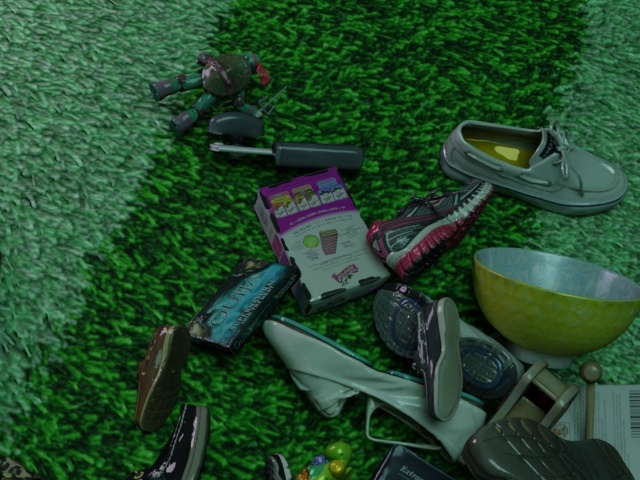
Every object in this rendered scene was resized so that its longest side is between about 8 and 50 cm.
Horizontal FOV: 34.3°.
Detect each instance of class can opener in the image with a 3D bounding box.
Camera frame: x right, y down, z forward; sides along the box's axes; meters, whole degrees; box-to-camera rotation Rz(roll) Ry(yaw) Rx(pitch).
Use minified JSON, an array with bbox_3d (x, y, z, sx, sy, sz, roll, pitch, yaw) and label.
[{"bbox_3d":[-0.062,-0.181,1.888,0.283,0.076,0.095,2,99,-11],"label":"can opener"}]

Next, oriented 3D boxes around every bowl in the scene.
[{"bbox_3d":[0.388,0.125,1.765,0.289,0.289,0.156,8,104,-7],"label":"bowl"}]

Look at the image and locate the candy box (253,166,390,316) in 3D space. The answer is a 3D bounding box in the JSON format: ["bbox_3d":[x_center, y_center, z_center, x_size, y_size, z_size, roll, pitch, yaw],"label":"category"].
[{"bbox_3d":[0.000,0.000,1.821,0.159,0.071,0.233,-17,66,-19],"label":"candy box"}]

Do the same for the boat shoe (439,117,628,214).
[{"bbox_3d":[0.418,-0.159,1.939,0.367,0.156,0.136,15,61,-3],"label":"boat shoe"}]

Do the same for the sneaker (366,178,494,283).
[{"bbox_3d":[0.204,-0.044,1.830,0.112,0.121,0.299,41,44,16],"label":"sneaker"}]

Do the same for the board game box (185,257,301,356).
[{"bbox_3d":[-0.132,0.106,1.721,0.126,0.026,0.186,9,49,43],"label":"board game box"}]

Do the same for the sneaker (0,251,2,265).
[{"bbox_3d":[-0.601,0.062,1.642,0.083,0.118,0.222,41,63,12],"label":"sneaker"}]

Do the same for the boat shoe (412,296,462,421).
[{"bbox_3d":[0.181,0.192,1.644,0.075,0.065,0.206,36,50,-44],"label":"boat shoe"}]

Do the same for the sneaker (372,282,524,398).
[{"bbox_3d":[0.213,0.173,1.756,0.297,0.129,0.111,36,101,27],"label":"sneaker"}]

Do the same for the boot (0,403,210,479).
[{"bbox_3d":[-0.336,0.382,1.520,0.284,0.138,0.377,19,66,-1],"label":"boot"}]

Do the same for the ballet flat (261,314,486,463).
[{"bbox_3d":[0.072,0.249,1.681,0.400,0.139,0.139,23,60,1],"label":"ballet flat"}]

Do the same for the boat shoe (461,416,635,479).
[{"bbox_3d":[0.327,0.359,1.522,0.355,0.130,0.132,21,34,-37],"label":"boat shoe"}]

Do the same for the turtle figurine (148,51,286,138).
[{"bbox_3d":[-0.188,-0.292,1.921,0.234,0.118,0.175,-29,71,-17],"label":"turtle figurine"}]

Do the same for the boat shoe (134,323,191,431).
[{"bbox_3d":[-0.262,0.219,1.664,0.060,0.064,0.178,2,67,33],"label":"boat shoe"}]

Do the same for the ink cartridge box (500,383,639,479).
[{"bbox_3d":[0.429,0.384,1.706,0.261,0.066,0.296,-2,59,16],"label":"ink cartridge box"}]

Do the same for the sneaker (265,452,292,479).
[{"bbox_3d":[-0.086,0.409,1.589,0.075,0.063,0.170,9,66,-14],"label":"sneaker"}]

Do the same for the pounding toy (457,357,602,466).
[{"bbox_3d":[0.359,0.294,1.636,0.155,0.154,0.269,40,87,18],"label":"pounding toy"}]

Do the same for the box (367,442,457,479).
[{"bbox_3d":[0.121,0.548,1.472,0.293,0.212,0.395,31,62,6],"label":"box"}]

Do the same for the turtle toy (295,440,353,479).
[{"bbox_3d":[0.008,0.370,1.622,0.066,0.095,0.130,31,58,31],"label":"turtle toy"}]
